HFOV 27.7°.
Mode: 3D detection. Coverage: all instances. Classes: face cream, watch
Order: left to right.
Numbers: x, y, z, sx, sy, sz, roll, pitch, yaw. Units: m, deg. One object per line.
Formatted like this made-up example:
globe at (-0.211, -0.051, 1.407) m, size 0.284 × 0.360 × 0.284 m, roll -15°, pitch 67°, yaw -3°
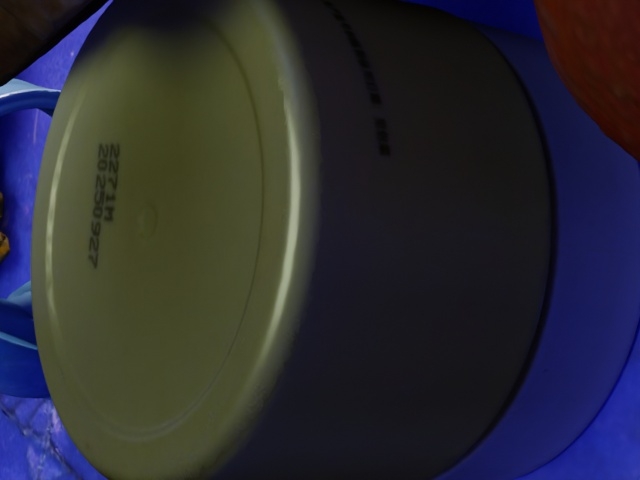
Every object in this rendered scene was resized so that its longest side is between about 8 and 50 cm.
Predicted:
watch at (-0.196, -0.003, 0.845) m, size 0.211 × 0.211 × 0.193 m, roll 18°, pitch 85°, yaw 52°
face cream at (0.000, 0.000, 0.566) m, size 0.218 × 0.179 × 0.218 m, roll -11°, pitch 77°, yaw 52°

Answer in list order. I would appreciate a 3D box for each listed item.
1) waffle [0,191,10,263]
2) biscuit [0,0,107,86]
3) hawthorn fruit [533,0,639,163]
waffle at (-0.335, 0.044, 1.108) m, size 0.249 × 0.056 × 0.253 m, roll -2°, pitch 82°, yaw 53°
biscuit at (-0.040, -0.196, 0.563) m, size 0.394 × 0.350 × 0.070 m, roll -30°, pitch 107°, yaw 38°
hawthorn fruit at (0.154, -0.087, 0.399) m, size 0.225 × 0.197 × 0.196 m, roll 94°, pitch 158°, yaw -55°
